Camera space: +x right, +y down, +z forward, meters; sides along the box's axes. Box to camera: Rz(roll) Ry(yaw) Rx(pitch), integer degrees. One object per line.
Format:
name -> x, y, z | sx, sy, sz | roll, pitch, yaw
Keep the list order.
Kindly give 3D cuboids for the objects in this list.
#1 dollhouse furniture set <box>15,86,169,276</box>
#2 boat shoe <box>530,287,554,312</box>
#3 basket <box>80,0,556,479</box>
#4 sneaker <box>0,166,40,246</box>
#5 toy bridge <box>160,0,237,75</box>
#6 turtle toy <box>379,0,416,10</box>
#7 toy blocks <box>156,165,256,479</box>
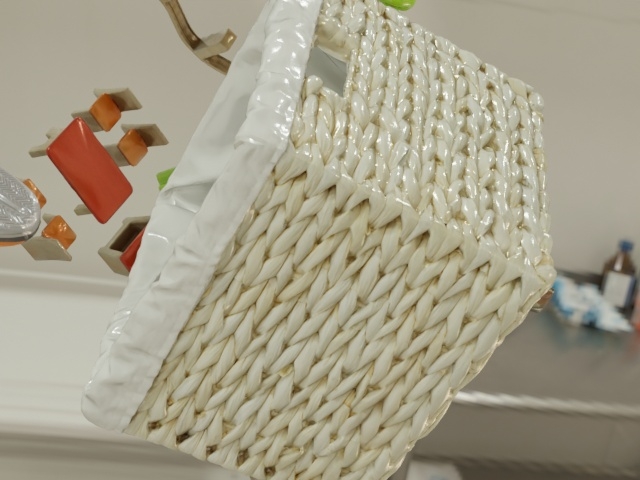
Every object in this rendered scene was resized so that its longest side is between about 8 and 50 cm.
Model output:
dollhouse furniture set -> -0.316, -0.065, 2.057 | 0.135, 0.259, 0.262 | 3, 47, 45
boat shoe -> 0.183, -0.026, 1.803 | 0.324, 0.120, 0.122 | 35, -4, -14
basket -> 0.000, 0.000, 1.163 | 0.266, 0.331, 0.328 | 27, 33, -12
sneaker -> -0.503, -0.017, 1.663 | 0.321, 0.180, 0.125 | 11, 45, -6
toy bridge -> -0.123, -0.227, 1.587 | 0.063, 0.026, 0.188 | -7, -43, 50
turtle toy -> 0.080, -0.278, 1.320 | 0.095, 0.066, 0.130 | 17, 55, -10
toy blocks -> -0.079, 0.111, 1.459 | 0.190, 0.382, 0.261 | -20, 12, 8
